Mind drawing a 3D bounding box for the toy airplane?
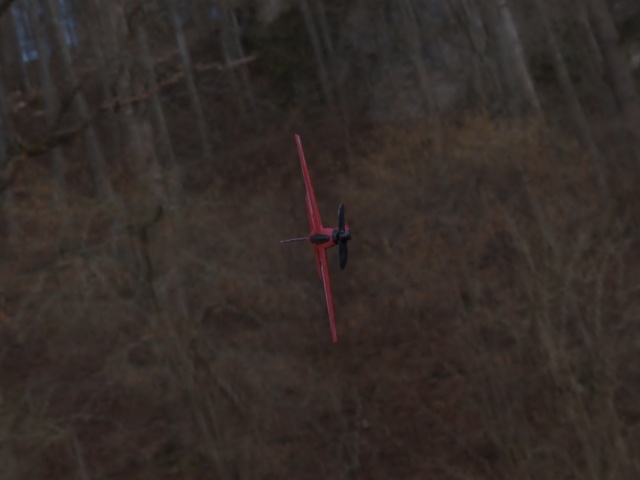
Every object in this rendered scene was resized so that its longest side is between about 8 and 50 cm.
[{"bbox_3d":[0.000,0.000,0.887,0.028,0.151,0.151,-11,-17,-14],"label":"toy airplane"}]
